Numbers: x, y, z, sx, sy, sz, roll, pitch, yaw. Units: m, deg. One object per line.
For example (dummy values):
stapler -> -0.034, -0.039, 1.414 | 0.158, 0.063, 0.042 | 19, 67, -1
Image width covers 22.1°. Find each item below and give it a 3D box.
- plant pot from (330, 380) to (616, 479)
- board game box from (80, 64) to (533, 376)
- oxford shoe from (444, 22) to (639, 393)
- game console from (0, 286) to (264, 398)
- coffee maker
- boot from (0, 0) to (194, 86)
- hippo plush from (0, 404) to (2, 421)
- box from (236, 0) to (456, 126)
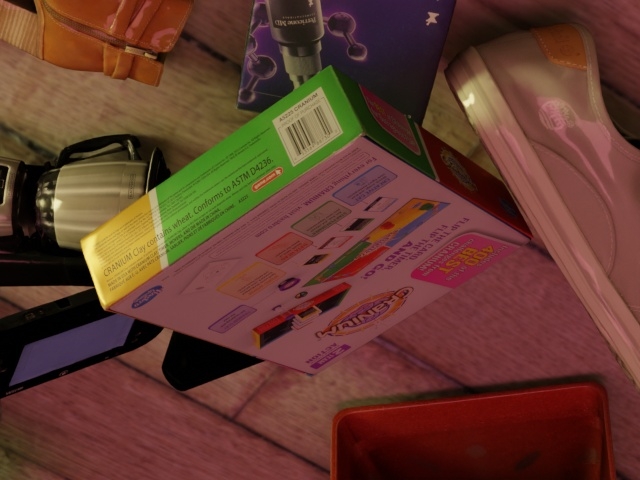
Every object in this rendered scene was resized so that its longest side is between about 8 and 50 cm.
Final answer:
plant pot -> 0.163, 0.323, 1.579 | 0.267, 0.267, 0.235 | -7, 139, 10
board game box -> 0.000, 0.000, 1.303 | 0.242, 0.064, 0.316 | -33, 153, 17
oxford shoe -> 0.258, -0.001, 1.382 | 0.130, 0.169, 0.449 | -32, 119, 4
game console -> -0.145, 0.068, 1.394 | 0.361, 0.044, 0.213 | -18, 145, -35
coffee maker -> -0.221, -0.004, 1.436 | 0.178, 0.120, 0.171 | 2, 128, 5
boot -> -0.173, -0.213, 1.306 | 0.152, 0.073, 0.197 | 19, 138, -8
hippo plush -> -0.372, 0.190, 1.569 | 0.234, 0.294, 0.236 | 13, 105, -37
box -> 0.026, -0.196, 1.269 | 0.153, 0.108, 0.207 | 9, 130, -3
